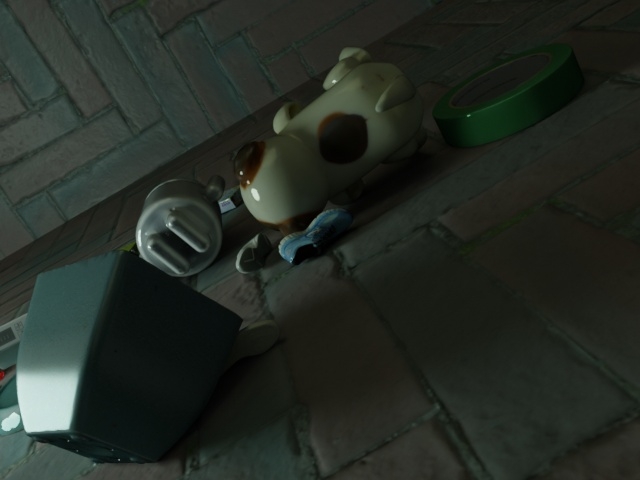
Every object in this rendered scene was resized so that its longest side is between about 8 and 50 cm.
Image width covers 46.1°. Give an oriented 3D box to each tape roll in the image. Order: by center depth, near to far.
[{"bbox_3d":[0.404,-0.318,1.638,0.321,0.077,0.321,-27,19,10],"label":"tape roll"}]

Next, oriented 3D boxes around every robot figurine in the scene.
[{"bbox_3d":[-0.341,-0.037,1.834,0.300,0.200,0.353,-43,18,7],"label":"robot figurine"}]

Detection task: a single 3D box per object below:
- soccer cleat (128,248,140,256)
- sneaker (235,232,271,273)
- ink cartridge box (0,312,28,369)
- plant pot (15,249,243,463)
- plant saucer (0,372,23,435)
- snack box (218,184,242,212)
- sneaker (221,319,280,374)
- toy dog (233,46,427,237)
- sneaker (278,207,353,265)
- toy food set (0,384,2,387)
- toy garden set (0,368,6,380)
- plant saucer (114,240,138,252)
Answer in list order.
[{"bbox_3d":[-0.495,0.074,1.975,0.060,0.072,0.179,-31,19,-1],"label":"soccer cleat"},{"bbox_3d":[-0.152,0.038,1.609,0.061,0.053,0.152,-32,11,23],"label":"sneaker"},{"bbox_3d":[-0.614,0.210,1.734,0.275,0.060,0.239,-28,-17,-11],"label":"ink cartridge box"},{"bbox_3d":[-0.311,0.196,1.138,0.247,0.248,0.252,-13,53,40],"label":"plant pot"},{"bbox_3d":[-0.578,0.289,1.607,0.317,0.044,0.317,-27,20,11],"label":"plant saucer"},{"bbox_3d":[-0.291,-0.109,2.193,0.141,0.037,0.100,-20,23,27],"label":"snack box"},{"bbox_3d":[-0.139,0.164,1.247,0.152,0.058,0.084,-35,27,6],"label":"sneaker"},{"bbox_3d":[0.019,-0.178,1.588,0.408,0.284,0.395,-39,19,-7],"label":"toy dog"},{"bbox_3d":[0.000,0.000,1.486,0.162,0.063,0.073,-35,38,-2],"label":"sneaker"},{"bbox_3d":[-0.775,0.400,1.638,0.192,0.038,0.132,-35,12,1],"label":"toy food set"},{"bbox_3d":[-0.827,0.351,1.750,0.244,0.049,0.204,-22,18,48],"label":"toy garden set"},{"bbox_3d":[-0.615,0.091,2.154,0.188,0.045,0.188,-24,19,17],"label":"plant saucer"}]
